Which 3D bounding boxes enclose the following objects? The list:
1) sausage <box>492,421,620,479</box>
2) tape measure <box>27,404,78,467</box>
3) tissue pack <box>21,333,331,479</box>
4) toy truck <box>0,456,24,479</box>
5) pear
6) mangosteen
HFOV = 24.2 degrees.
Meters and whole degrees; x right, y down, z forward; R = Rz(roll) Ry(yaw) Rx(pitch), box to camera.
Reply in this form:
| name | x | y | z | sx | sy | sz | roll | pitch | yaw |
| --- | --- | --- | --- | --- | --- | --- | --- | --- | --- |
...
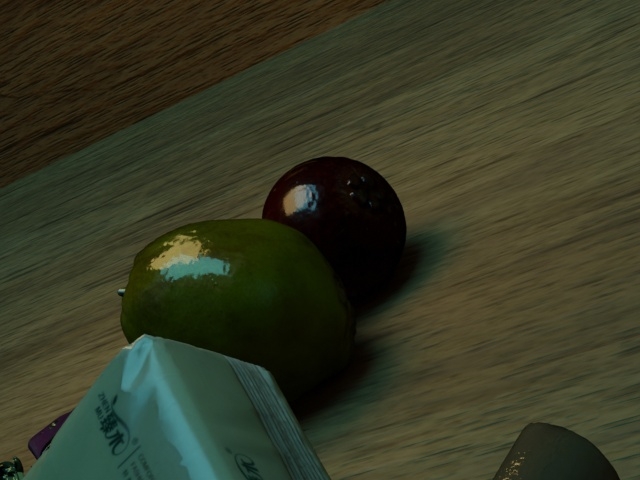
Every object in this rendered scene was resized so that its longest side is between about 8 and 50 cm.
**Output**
| name | x | y | z | sx | sy | sz | roll | pitch | yaw |
| --- | --- | --- | --- | --- | --- | --- | --- | --- | --- |
| sausage | 0.183 | 0.280 | 1.336 | 0.123 | 0.123 | 0.253 | -11 | 31 | 47 |
| tape measure | -0.275 | 0.281 | 1.994 | 0.245 | 0.149 | 0.231 | -38 | 20 | -8 |
| tissue pack | -0.113 | 0.316 | 1.312 | 0.297 | 0.207 | 0.380 | -51 | 47 | 16 |
| toy truck | -0.412 | 0.377 | 2.038 | 0.078 | 0.154 | 0.080 | 3 | 29 | -27 |
| pear | -0.109 | 0.097 | 1.973 | 0.321 | 0.269 | 0.269 | 11 | 29 | 2 |
| mangosteen | 0.000 | 0.000 | 2.151 | 0.257 | 0.215 | 0.215 | -43 | 11 | 38 |
